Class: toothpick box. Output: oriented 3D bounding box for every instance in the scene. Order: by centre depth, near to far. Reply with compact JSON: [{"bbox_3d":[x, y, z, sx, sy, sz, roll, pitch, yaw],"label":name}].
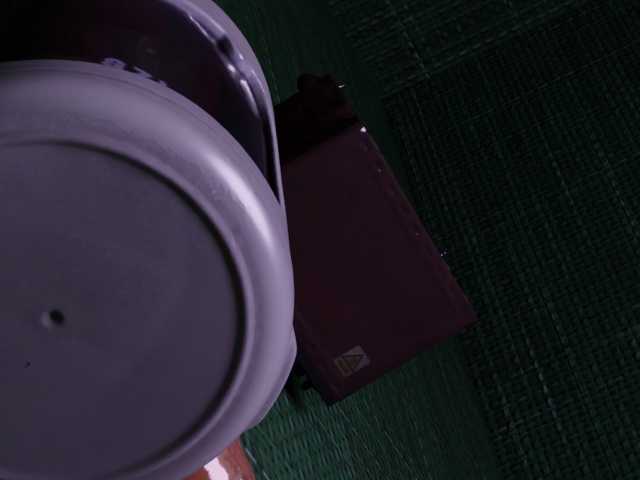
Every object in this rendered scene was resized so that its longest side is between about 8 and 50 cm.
[{"bbox_3d":[-0.126,-0.018,0.856,0.229,0.229,0.316,62,8,-22],"label":"toothpick box"}]

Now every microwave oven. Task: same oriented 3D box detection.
[{"bbox_3d":[0.001,0.000,1.564,0.247,0.188,0.178,57,6,-23],"label":"microwave oven"}]

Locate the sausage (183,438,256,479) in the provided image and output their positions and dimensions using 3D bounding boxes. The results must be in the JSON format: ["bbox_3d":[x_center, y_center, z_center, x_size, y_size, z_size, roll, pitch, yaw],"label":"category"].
[{"bbox_3d":[-0.076,0.157,1.026,0.087,0.079,0.326,-32,99,-81],"label":"sausage"}]
